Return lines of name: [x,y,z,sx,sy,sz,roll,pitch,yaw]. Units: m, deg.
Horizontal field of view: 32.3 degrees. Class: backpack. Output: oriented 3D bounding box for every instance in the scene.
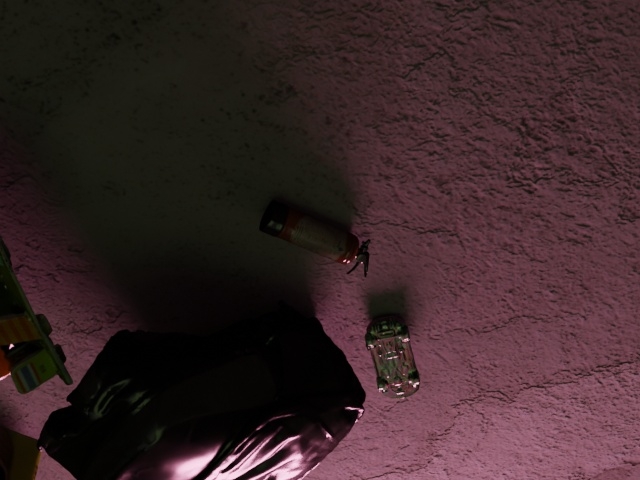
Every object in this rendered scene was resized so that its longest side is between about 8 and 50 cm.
backpack: [-0.178,0.248,1.606,0.446,0.254,0.363,3,137,-49]

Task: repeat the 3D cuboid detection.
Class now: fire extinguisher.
fire extinguisher: [0.000,0.000,1.574,0.177,0.050,0.062,23,107,-19]

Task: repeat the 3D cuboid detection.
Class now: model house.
model house: [-0.543,0.096,1.432,0.313,0.242,0.357,-34,135,-24]

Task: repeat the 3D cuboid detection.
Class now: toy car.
toy car: [0.113,0.181,1.725,0.069,0.055,0.142,-11,115,7]

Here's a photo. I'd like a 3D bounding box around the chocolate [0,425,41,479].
chocolate: [-0.602,0.403,1.737,0.301,0.288,0.137,25,128,-21]
